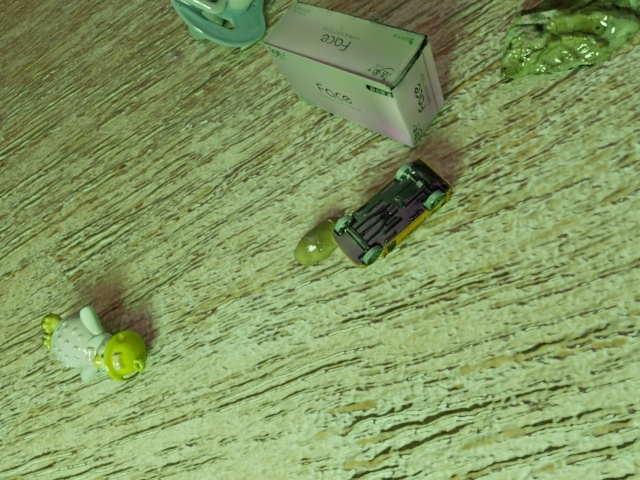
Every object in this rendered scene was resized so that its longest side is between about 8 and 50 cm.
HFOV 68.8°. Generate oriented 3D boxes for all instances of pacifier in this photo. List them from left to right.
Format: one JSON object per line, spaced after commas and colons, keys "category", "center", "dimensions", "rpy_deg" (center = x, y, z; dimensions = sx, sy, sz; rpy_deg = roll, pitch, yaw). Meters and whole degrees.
{"category": "pacifier", "center": [-0.217, -0.487, 0.922], "dimensions": [0.207, 0.227, 0.279], "rpy_deg": [-28, 50, 57]}

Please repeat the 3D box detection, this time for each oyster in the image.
{"category": "oyster", "center": [0.344, -0.305, 0.646], "dimensions": [0.209, 0.072, 0.132], "rpy_deg": [-13, 67, 16]}

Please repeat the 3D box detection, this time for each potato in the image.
{"category": "potato", "center": [0.000, 0.001, 0.679], "dimensions": [0.093, 0.036, 0.037], "rpy_deg": [-42, 56, 1]}

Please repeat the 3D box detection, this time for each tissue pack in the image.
{"category": "tissue pack", "center": [0.051, -0.249, 0.703], "dimensions": [0.246, 0.148, 0.092], "rpy_deg": [32, 84, 32]}

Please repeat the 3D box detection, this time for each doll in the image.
{"category": "doll", "center": [-0.353, 0.167, 0.734], "dimensions": [0.207, 0.081, 0.129], "rpy_deg": [12, 104, 24]}

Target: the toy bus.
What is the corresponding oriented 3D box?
{"category": "toy bus", "center": [0.096, -0.031, 0.631], "dimensions": [0.162, 0.074, 0.069], "rpy_deg": [-41, 66, 0]}
